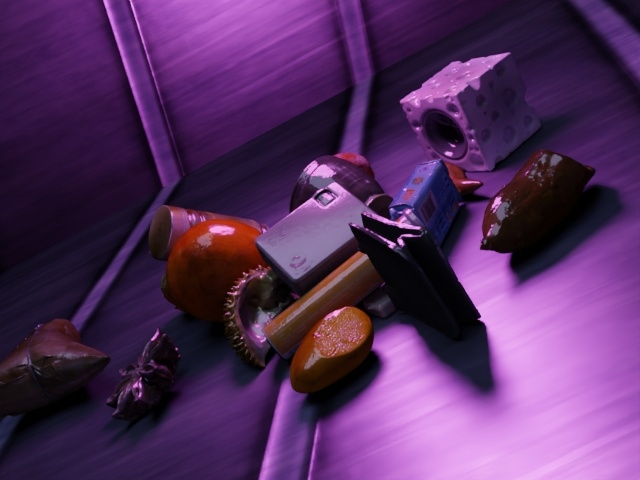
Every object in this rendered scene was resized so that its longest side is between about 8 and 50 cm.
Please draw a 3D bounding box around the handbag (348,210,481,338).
[{"bbox_3d":[0.179,0.065,1.666,0.079,0.247,0.260,-41,25,-13],"label":"handbag"}]

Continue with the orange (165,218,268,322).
[{"bbox_3d":[-0.253,0.080,2.140,0.284,0.284,0.226,-26,37,7],"label":"orange"}]

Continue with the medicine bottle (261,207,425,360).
[{"bbox_3d":[0.059,0.100,1.846,0.426,0.108,0.108,-38,21,1],"label":"medicine bottle"}]

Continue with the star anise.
[{"bbox_3d":[-0.408,0.330,2.000,0.223,0.109,0.236,-42,25,37],"label":"star anise"}]

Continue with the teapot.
[{"bbox_3d":[0.046,-0.081,2.152,0.239,0.239,0.322,23,17,38],"label":"teapot"}]

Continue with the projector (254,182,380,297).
[{"bbox_3d":[0.000,0.000,1.956,0.257,0.099,0.192,-37,51,-13],"label":"projector"}]

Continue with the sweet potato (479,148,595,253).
[{"bbox_3d":[0.455,-0.078,1.800,0.369,0.157,0.158,-46,26,-21],"label":"sweet potato"}]

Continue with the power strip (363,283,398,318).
[{"bbox_3d":[0.180,0.105,1.865,0.192,0.035,0.081,-37,21,-19],"label":"power strip"}]

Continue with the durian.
[{"bbox_3d":[-0.133,0.161,1.989,0.167,0.172,0.306,14,33,27],"label":"durian"}]

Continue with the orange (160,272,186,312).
[{"bbox_3d":[-0.373,0.132,2.335,0.157,0.156,0.134,0,46,52],"label":"orange"}]

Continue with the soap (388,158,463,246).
[{"bbox_3d":[0.254,-0.074,2.013,0.077,0.156,0.293,-12,26,34],"label":"soap"}]

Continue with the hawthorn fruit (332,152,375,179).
[{"bbox_3d":[0.075,-0.182,2.476,0.173,0.172,0.173,-25,21,11],"label":"hawthorn fruit"}]

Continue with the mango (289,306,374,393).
[{"bbox_3d":[0.021,0.233,1.695,0.141,0.102,0.217,24,56,36],"label":"mango"}]

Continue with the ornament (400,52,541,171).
[{"bbox_3d":[0.419,-0.352,2.321,0.240,0.239,0.240,-38,23,-25],"label":"ornament"}]

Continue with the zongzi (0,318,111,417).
[{"bbox_3d":[-0.691,0.309,2.312,0.393,0.174,0.356,-22,18,15],"label":"zongzi"}]

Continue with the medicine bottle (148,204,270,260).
[{"bbox_3d":[-0.302,-0.001,2.322,0.323,0.151,0.151,9,-3,-35],"label":"medicine bottle"}]

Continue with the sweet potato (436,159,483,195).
[{"bbox_3d":[0.361,-0.159,2.203,0.067,0.059,0.281,-17,21,-2],"label":"sweet potato"}]
